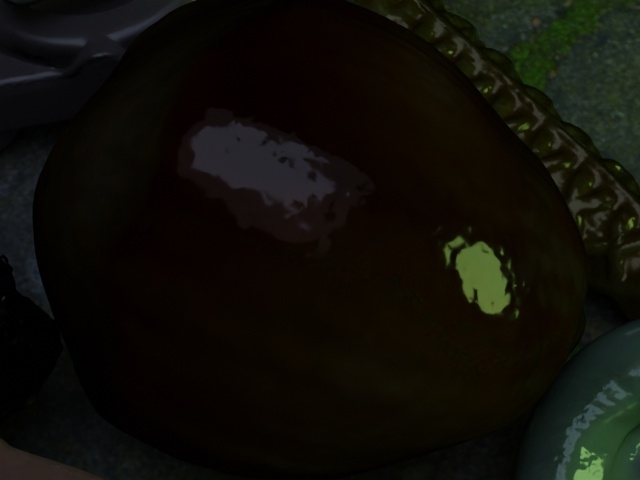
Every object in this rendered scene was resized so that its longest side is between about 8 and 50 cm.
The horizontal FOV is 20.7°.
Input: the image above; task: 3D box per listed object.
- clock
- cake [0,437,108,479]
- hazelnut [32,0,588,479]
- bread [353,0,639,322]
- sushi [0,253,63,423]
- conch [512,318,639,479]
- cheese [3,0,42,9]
[{"bbox_3d":[-0.183,-0.238,1.366,0.295,0.113,0.322,-10,63,-4],"label":"clock"},{"bbox_3d":[-0.125,0.313,0.995,0.293,0.314,0.307,21,68,12],"label":"cake"},{"bbox_3d":[-0.009,-0.002,1.136,0.365,0.366,0.366,0,64,1],"label":"hazelnut"},{"bbox_3d":[0.155,-0.067,1.295,0.367,0.084,0.077,47,113,18],"label":"bread"},{"bbox_3d":[-0.317,0.019,1.170,0.196,0.182,0.343,-35,45,-28],"label":"sushi"},{"bbox_3d":[0.220,0.145,1.163,0.221,0.121,0.185,-28,98,-2],"label":"conch"},{"bbox_3d":[-0.126,-0.226,1.266,0.235,0.050,0.127,-29,65,-14],"label":"cheese"}]
